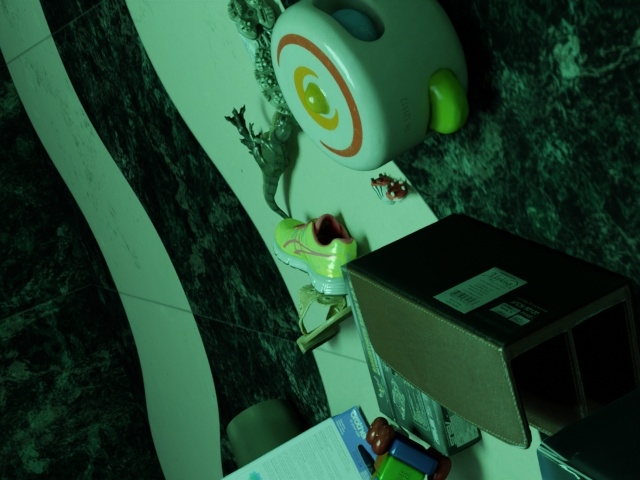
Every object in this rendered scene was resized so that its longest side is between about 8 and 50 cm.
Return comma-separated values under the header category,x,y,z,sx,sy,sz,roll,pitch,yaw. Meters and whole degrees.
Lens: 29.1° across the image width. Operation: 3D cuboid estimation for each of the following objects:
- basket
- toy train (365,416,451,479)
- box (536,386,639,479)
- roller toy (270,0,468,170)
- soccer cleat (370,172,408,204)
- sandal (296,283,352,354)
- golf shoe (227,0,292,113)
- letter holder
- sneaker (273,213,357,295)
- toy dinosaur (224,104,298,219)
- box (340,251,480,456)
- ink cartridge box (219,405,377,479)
category,x,y,z,sx,sy,sz,roll,pitch,yaw
basket,-0.066,0.409,2.193,0.204,0.154,0.227,-52,54,39
toy train,0.089,0.325,1.686,0.105,0.143,0.248,29,177,-2
box,0.367,0.331,0.967,0.293,0.212,0.395,26,136,59
roller toy,0.043,-0.176,1.290,0.191,0.146,0.209,61,159,-9
soccer cleat,0.088,-0.057,1.510,0.083,0.029,0.036,32,149,61
sandal,-0.009,0.105,1.825,0.079,0.088,0.240,57,163,9
golf shoe,-0.066,-0.249,1.661,0.086,0.069,0.176,73,175,-85
letter holder,0.184,0.125,1.289,0.302,0.152,0.214,27,138,59
sneaker,0.000,0.000,1.730,0.208,0.081,0.094,36,127,54
toy dinosaur,-0.081,-0.130,1.803,0.118,0.064,0.268,49,157,25
box,0.115,0.145,1.605,0.183,0.056,0.231,25,134,62
ink cartridge box,-0.006,0.407,2.004,0.311,0.065,0.186,-34,77,30
